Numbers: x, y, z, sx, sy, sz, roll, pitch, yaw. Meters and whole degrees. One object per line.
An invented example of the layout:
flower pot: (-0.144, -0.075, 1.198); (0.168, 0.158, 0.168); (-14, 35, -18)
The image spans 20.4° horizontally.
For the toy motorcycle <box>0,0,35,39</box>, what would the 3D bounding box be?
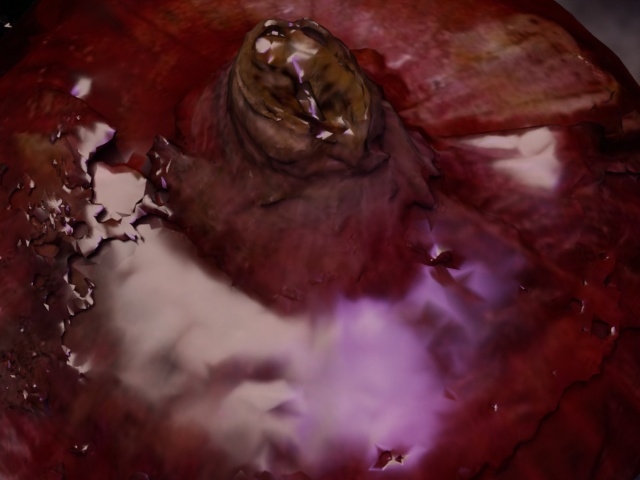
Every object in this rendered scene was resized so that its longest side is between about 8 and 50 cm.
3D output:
toy motorcycle: (-0.047, -0.120, 0.679); (0.213, 0.082, 0.122); (-32, 64, -3)

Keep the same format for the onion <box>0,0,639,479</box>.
onion: (0.000, 0.000, 0.544); (0.252, 0.219, 0.252); (2, 64, -4)
